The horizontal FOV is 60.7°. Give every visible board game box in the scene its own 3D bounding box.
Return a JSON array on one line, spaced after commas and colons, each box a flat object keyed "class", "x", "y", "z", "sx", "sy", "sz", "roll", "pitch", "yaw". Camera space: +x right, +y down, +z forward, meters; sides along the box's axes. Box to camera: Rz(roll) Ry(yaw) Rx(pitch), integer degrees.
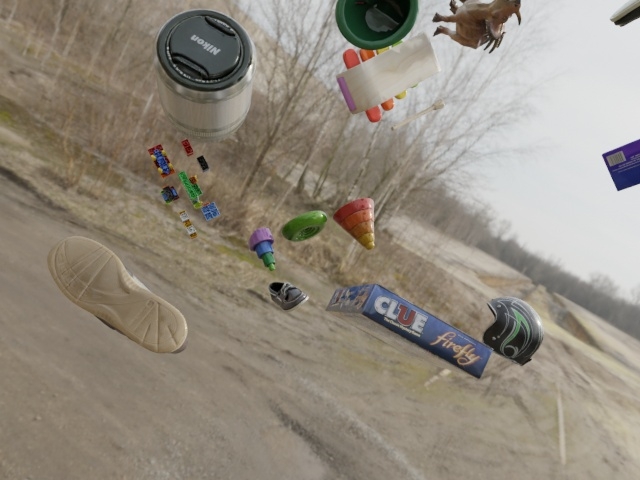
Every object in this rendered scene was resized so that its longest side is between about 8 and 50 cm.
[{"class": "board game box", "x": 0.106, "y": 0.119, "z": 0.755, "sx": 0.165, "sy": 0.042, "sz": 0.243, "roll": 29, "pitch": -10, "yaw": -6}, {"class": "board game box", "x": 0.716, "y": -0.201, "z": 0.949, "sx": 0.233, "sy": 0.078, "sz": 0.347, "roll": -20, "pitch": -3, "yaw": -38}]

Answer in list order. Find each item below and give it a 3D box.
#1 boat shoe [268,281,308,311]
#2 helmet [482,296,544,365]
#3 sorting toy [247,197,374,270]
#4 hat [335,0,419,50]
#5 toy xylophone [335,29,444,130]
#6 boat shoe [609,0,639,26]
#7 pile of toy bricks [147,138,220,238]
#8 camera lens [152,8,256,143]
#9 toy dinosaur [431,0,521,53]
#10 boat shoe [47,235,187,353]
[{"class": "boat shoe", "x": -0.100, "y": 0.154, "z": 1.564, "sx": 0.065, "sy": 0.075, "sz": 0.206, "roll": 57, "pitch": -20, "yaw": -13}, {"class": "helmet", "x": 0.516, "y": 0.238, "z": 1.481, "sx": 0.169, "sy": 0.161, "sz": 0.169, "roll": 26, "pitch": -3, "yaw": 1}, {"class": "sorting toy", "x": 0.000, "y": 0.000, "z": 1.418, "sx": 0.365, "sy": 0.127, "sz": 0.126, "roll": -16, "pitch": 69, "yaw": -22}, {"class": "hat", "x": 0.146, "y": -0.510, "z": 1.254, "sx": 0.173, "sy": 0.208, "sz": 0.183, "roll": 63, "pitch": 10, "yaw": 1}, {"class": "toy xylophone", "x": 0.207, "y": -0.432, "z": 1.484, "sx": 0.322, "sy": 0.236, "sz": 0.081, "roll": -23, "pitch": 14, "yaw": -21}, {"class": "boat shoe", "x": 0.914, "y": -0.624, "z": 1.371, "sx": 0.113, "sy": 0.340, "sz": 0.127, "roll": 54, "pitch": 16, "yaw": -12}, {"class": "pile of toy bricks", "x": -0.295, "y": -0.116, "z": 1.222, "sx": 0.212, "sy": 0.118, "sz": 0.105, "roll": 64, "pitch": -13, "yaw": -2}, {"class": "camera lens", "x": -0.266, "y": -0.371, "z": 1.264, "sx": 0.219, "sy": 0.219, "sz": 0.274, "roll": 28, "pitch": -19, "yaw": -3}, {"class": "toy dinosaur", "x": 0.415, "y": -0.570, "z": 1.463, "sx": 0.200, "sy": 0.127, "sz": 0.295, "roll": 32, "pitch": 8, "yaw": 7}, {"class": "boat shoe", "x": -0.336, "y": 0.099, "z": 0.914, "sx": 0.285, "sy": 0.103, "sz": 0.092, "roll": 32, "pitch": -27, "yaw": 13}]
